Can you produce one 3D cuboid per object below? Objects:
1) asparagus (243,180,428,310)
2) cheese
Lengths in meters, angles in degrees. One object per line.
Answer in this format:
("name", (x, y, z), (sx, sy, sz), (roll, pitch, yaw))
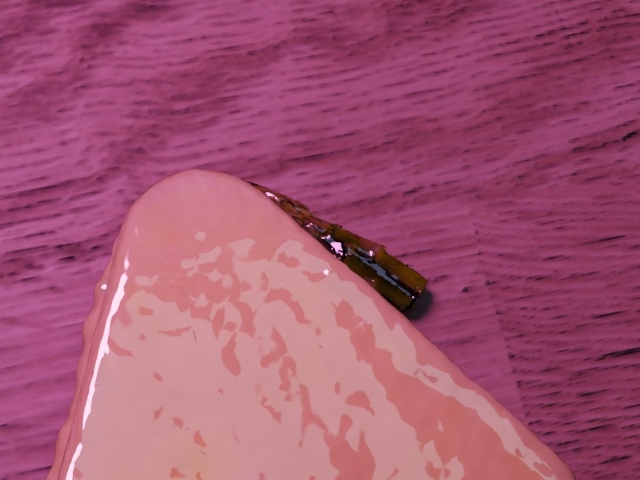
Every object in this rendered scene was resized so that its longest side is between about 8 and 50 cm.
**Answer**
("asparagus", (0.000, 0.000, 1.358), (0.165, 0.030, 0.036), (27, 96, -1))
("cheese", (-0.046, 0.123, 1.269), (0.384, 0.104, 0.384), (3, 71, -9))
